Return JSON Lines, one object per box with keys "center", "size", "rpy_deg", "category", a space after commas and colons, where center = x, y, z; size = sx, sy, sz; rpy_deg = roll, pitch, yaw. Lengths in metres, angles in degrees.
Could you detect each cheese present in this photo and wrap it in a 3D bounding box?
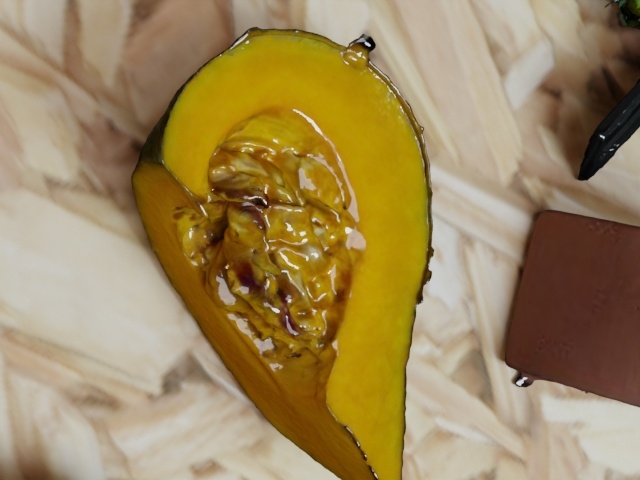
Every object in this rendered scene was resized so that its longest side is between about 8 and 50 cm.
{"center": [0.253, 0.068, 0.823], "size": [0.203, 0.177, 0.128], "rpy_deg": [15, 91, -23], "category": "cheese"}

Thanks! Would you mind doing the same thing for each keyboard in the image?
{"center": [0.263, -0.140, 0.857], "size": [0.017, 0.087, 0.250], "rpy_deg": [42, 79, 16], "category": "keyboard"}

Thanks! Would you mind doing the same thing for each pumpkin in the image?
{"center": [-0.001, 0.002, 0.762], "size": [0.163, 0.111, 0.278], "rpy_deg": [-41, 110, -27], "category": "pumpkin"}

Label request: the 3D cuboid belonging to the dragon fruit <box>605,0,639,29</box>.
{"center": [0.223, -0.213, 0.804], "size": [0.142, 0.138, 0.175], "rpy_deg": [14, 116, 11], "category": "dragon fruit"}
